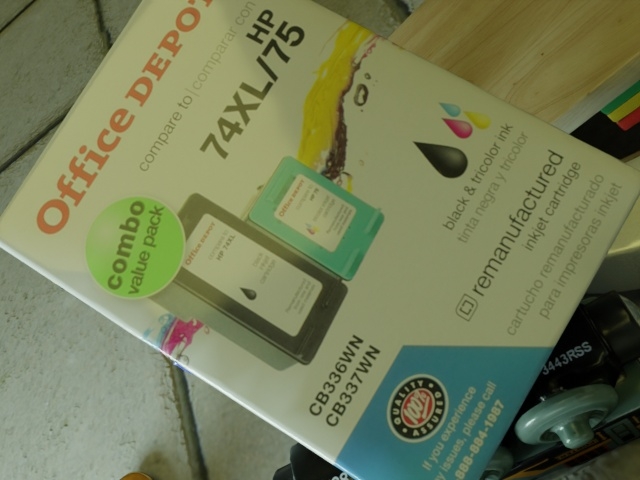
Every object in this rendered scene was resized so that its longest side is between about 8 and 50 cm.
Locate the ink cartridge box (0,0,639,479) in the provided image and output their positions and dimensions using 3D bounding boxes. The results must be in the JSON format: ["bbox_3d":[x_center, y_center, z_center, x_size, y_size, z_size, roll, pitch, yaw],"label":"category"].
[{"bbox_3d":[0.000,0.000,0.431,0.270,0.197,0.198,30,84,10],"label":"ink cartridge box"}]

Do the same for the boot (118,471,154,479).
[{"bbox_3d":[-0.248,0.369,0.717,0.104,0.211,0.295,-27,53,19],"label":"boot"}]

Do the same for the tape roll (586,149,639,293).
[{"bbox_3d":[0.277,-0.130,0.687,0.392,0.072,0.392,-23,48,28],"label":"tape roll"}]

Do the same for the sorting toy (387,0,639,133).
[{"bbox_3d":[0.202,-0.179,0.640,0.257,0.089,0.255,-41,41,30],"label":"sorting toy"}]

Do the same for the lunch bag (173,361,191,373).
[{"bbox_3d":[0.005,0.055,0.658,0.221,0.293,0.138,-47,48,5],"label":"lunch bag"}]

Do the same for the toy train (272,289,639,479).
[{"bbox_3d":[0.125,0.159,0.587,0.334,0.190,0.142,-34,50,16],"label":"toy train"}]

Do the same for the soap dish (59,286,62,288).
[{"bbox_3d":[-0.202,-0.028,0.907,0.291,0.229,0.118,-27,70,20],"label":"soap dish"}]
